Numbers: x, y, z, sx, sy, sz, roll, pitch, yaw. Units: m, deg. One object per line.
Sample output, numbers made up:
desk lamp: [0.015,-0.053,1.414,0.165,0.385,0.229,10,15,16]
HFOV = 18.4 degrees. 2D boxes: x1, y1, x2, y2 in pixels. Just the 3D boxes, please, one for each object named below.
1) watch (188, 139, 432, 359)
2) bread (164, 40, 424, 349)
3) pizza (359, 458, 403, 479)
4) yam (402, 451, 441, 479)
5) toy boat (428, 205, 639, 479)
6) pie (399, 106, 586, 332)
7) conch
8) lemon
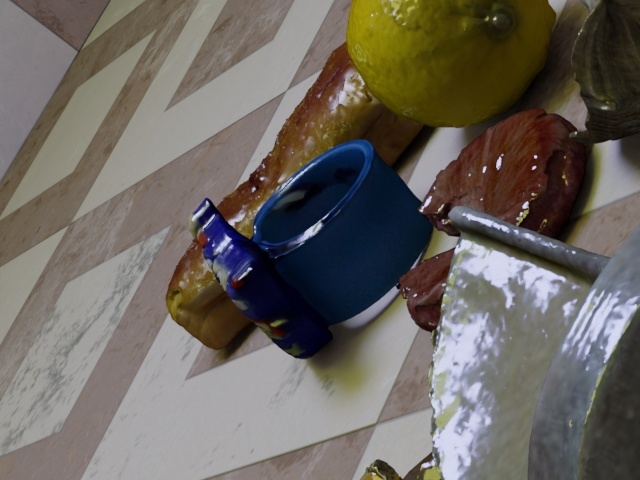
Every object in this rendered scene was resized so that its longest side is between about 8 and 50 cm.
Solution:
watch: [0.001,0.002,1.875,0.200,0.171,0.196,-42,30,-3]
bread: [-0.031,-0.060,2.123,0.380,0.109,0.185,-49,19,16]
pizza: [0.058,0.240,1.412,0.131,0.041,0.178,-19,62,33]
yam: [0.113,0.161,1.455,0.241,0.057,0.057,-48,19,15]
toy boat: [0.165,0.095,1.326,0.293,0.111,0.276,-14,55,59]
pie: [0.146,-0.023,1.703,0.204,0.054,0.218,-42,22,32]
conch: [0.248,-0.160,1.565,0.178,0.163,0.245,-42,-16,-18]
lemon: [0.121,-0.201,1.874,0.192,0.192,0.231,-55,16,-6]
